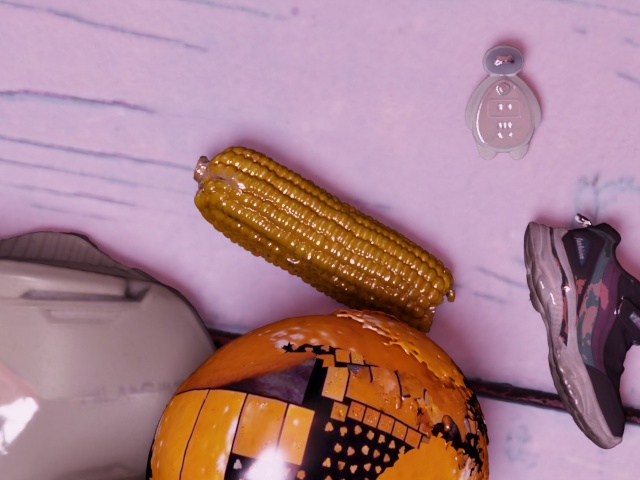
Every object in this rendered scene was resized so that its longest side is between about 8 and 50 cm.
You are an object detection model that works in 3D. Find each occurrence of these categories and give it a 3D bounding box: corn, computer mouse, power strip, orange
[{"bbox_3d":[0.000,0.000,1.324,0.207,0.068,0.068,31,87,0],"label":"corn"},{"bbox_3d":[-0.276,0.110,1.285,0.429,0.145,0.228,-3,88,1],"label":"computer mouse"},{"bbox_3d":[0.132,-0.100,1.351,0.055,0.035,0.083,-1,98,2],"label":"power strip"},{"bbox_3d":[-0.005,0.151,1.235,0.234,0.234,0.182,-34,52,-1],"label":"orange"}]

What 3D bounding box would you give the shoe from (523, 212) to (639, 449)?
[{"bbox_3d":[0.205,0.059,1.315,0.099,0.071,0.169,-15,82,-3],"label":"shoe"}]
